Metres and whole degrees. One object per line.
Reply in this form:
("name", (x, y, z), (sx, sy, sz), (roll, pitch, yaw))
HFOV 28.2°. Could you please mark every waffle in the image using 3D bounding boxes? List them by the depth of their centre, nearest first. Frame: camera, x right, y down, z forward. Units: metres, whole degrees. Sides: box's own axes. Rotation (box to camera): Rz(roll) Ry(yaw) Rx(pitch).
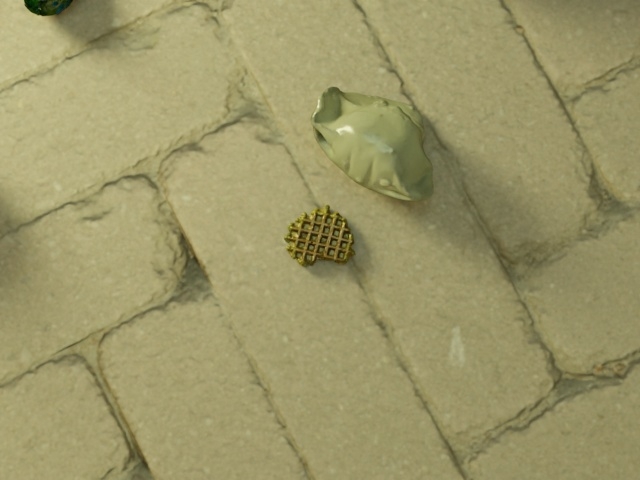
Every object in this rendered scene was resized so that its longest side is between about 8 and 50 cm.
("waffle", (-0.002, -0.002, 1.586), (0.085, 0.016, 0.078), (-17, 79, -5))

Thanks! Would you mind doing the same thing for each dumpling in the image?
("dumpling", (0.080, -0.126, 1.578), (0.169, 0.099, 0.134), (24, 43, 18))

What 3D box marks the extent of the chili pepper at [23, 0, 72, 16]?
("chili pepper", (-0.381, -0.387, 1.604), (0.098, 0.061, 0.224), (-33, 83, -1))
